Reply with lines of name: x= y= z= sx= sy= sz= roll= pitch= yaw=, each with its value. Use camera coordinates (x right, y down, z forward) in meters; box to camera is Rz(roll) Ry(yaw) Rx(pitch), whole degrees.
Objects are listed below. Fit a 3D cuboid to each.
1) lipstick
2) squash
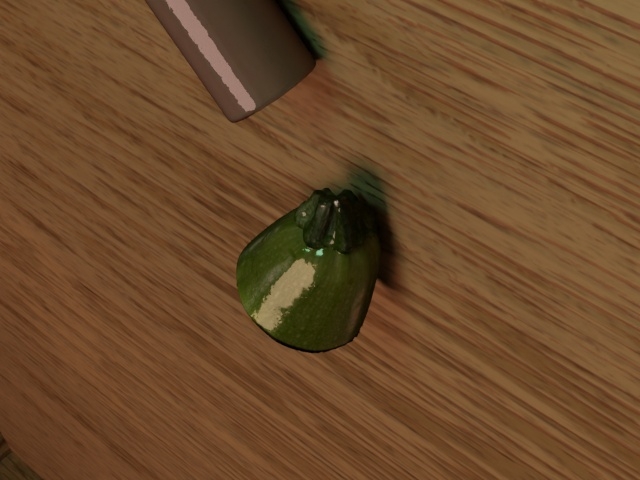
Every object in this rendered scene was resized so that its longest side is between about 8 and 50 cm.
lipstick: x=-0.101 y=-0.197 z=1.129 sx=0.254 sy=0.070 sz=0.070 roll=55 pitch=159 yaw=-12
squash: x=0.009 y=0.001 z=1.242 sx=0.105 sy=0.105 sz=0.132 roll=46 pitch=140 yaw=11
